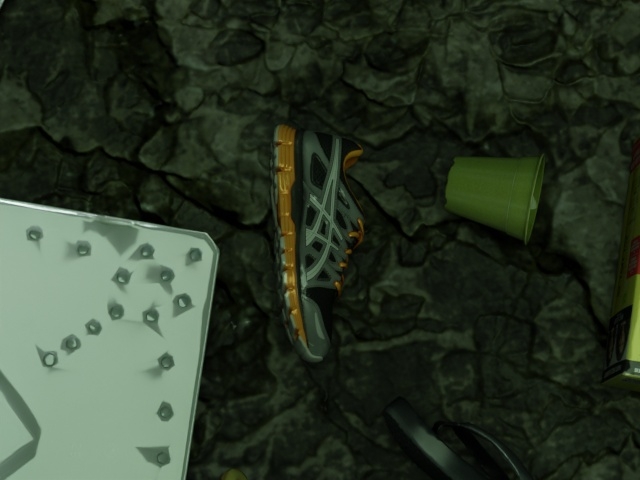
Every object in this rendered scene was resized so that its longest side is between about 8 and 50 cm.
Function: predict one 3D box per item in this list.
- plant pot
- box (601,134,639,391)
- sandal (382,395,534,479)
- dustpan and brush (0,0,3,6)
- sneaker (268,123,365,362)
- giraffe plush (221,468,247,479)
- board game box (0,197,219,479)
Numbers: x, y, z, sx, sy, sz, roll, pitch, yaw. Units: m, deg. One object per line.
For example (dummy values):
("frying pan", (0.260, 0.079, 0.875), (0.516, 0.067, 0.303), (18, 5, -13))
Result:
("plant pot", (0.153, -0.043, 1.409), (0.079, 0.083, 0.083), (11, 77, 12))
("box", (0.298, 0.015, 1.396), (0.058, 0.087, 0.232), (11, 79, -1))
("sandal", (0.156, 0.213, 1.347), (0.254, 0.097, 0.054), (40, 80, -6))
("dustpan and brush", (-0.311, -0.294, 1.437), (0.147, 0.060, 0.211), (39, 79, 5))
("sneaker", (0.000, 0.000, 1.385), (0.083, 0.084, 0.215), (0, 77, -8))
("giraffe plush", (-0.037, 0.278, 1.251), (0.181, 0.170, 0.210), (23, 72, 29))
("board game box", (-0.304, 0.157, 1.316), (0.390, 0.050, 0.390), (10, 80, -10))
